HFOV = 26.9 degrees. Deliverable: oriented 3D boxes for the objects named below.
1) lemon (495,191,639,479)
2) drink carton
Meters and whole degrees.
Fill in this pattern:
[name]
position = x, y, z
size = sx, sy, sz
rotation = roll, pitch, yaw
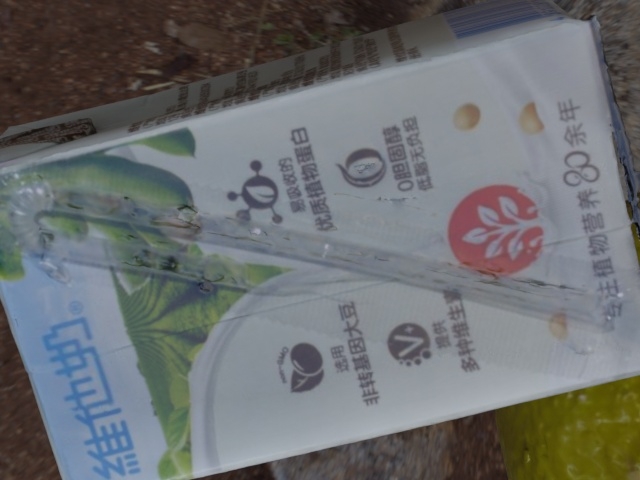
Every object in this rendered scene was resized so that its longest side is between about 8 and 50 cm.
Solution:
[lemon]
position = 0.245, 0.115, 0.914
size = 0.268, 0.268, 0.322
rotation = -18, 51, 10
[drink carton]
position = 0.001, 0.000, 0.722
size = 0.324, 0.132, 0.194
rotation = -14, 105, 4
